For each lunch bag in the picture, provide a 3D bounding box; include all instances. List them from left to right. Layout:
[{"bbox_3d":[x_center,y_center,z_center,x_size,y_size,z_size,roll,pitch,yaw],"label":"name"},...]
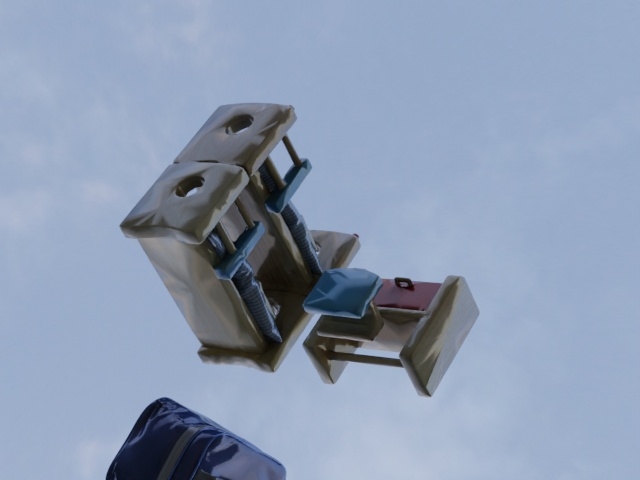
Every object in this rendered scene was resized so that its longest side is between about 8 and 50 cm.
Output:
[{"bbox_3d":[-0.066,0.141,0.814,0.065,0.098,0.067,25,-98,38],"label":"lunch bag"}]

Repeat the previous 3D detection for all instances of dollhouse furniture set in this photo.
[{"bbox_3d":[0.000,0.000,0.899,0.129,0.183,0.129,-55,-46,-34],"label":"dollhouse furniture set"}]
